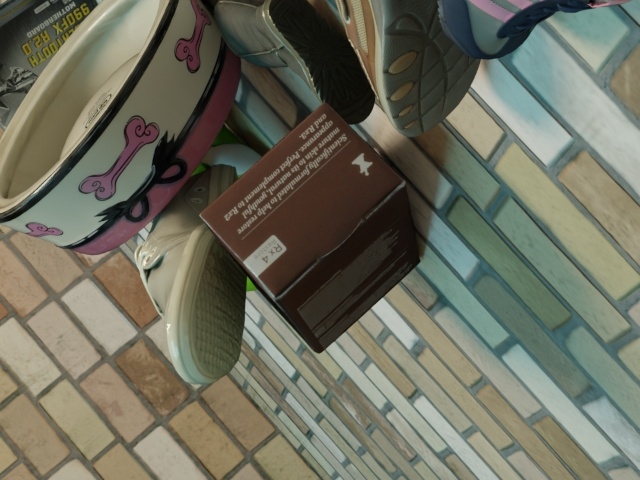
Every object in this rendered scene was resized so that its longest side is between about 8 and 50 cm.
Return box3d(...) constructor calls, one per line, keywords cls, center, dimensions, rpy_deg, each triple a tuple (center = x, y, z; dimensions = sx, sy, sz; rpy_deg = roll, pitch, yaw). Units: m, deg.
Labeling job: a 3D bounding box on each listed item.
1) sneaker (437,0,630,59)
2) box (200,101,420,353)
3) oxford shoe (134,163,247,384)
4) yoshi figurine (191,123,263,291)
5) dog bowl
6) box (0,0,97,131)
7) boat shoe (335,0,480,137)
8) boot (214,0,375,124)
box3d(cls="sneaker", center=(0.172, -0.199, 1.045), dimensions=(0.131, 0.112, 0.319), rpy_deg=(49, 165, 14))
box3d(cls="box", center=(0.000, 0.000, 1.667), dimensions=(0.143, 0.191, 0.381), rpy_deg=(47, 175, 13))
box3d(cls="oxford shoe", center=(-0.164, 0.039, 1.726), dimensions=(0.449, 0.130, 0.169), rpy_deg=(-92, -6, -63))
box3d(cls="yoshi figurine", center=(-0.149, -0.041, 2.142), dimensions=(0.362, 0.203, 0.203), rpy_deg=(56, 179, -26))
box3d(cls="dog bowl", center=(-0.264, -0.159, 1.836), dimensions=(0.150, 0.408, 0.408), rpy_deg=(37, 170, -25))
box3d(cls="box", center=(-0.452, -0.304, 2.248), dimensions=(0.056, 0.231, 0.183), rpy_deg=(40, 161, 41))
box3d(cls="boat shoe", center=(0.066, -0.234, 1.266), dimensions=(0.116, 0.123, 0.324), rpy_deg=(46, 158, 39))
box3d(cls="boot", center=(-0.036, -0.212, 1.637), dimensions=(0.190, 0.076, 0.208), rpy_deg=(56, 160, -13))
